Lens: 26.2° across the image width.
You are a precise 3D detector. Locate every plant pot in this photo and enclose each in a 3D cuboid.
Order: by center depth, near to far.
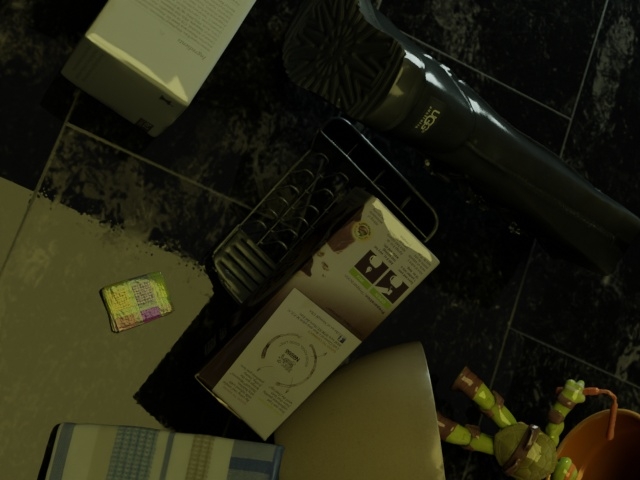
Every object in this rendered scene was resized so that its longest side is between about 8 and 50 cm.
[{"bbox_3d":[0.043,0.273,1.671,0.191,0.284,0.284,-6,81,0],"label":"plant pot"},{"bbox_3d":[0.436,0.352,1.843,0.188,0.205,0.205,27,70,-31],"label":"plant pot"}]

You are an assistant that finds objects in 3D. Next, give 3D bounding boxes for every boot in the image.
[{"bbox_3d":[0.185,-0.150,1.832,0.445,0.367,0.146,27,108,-31],"label":"boot"}]

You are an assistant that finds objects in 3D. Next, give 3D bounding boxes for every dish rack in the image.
[{"bbox_3d":[0.000,0.000,1.795,0.208,0.074,0.271,44,67,-7],"label":"dish rack"}]

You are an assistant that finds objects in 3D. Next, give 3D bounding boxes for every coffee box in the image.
[{"bbox_3d":[-0.011,0.083,1.668,0.119,0.168,0.297,44,90,-8],"label":"coffee box"}]

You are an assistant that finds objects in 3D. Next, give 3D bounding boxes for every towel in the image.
[{"bbox_3d":[-0.194,0.321,1.592,0.285,0.034,0.209,4,68,12],"label":"towel"},{"bbox_3d":[-0.229,0.075,1.722,0.083,0.009,0.060,-19,86,-25],"label":"towel"}]

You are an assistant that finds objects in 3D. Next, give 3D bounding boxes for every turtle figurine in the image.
[{"bbox_3d":[0.247,0.276,1.801,0.217,0.087,0.269,30,108,5],"label":"turtle figurine"}]

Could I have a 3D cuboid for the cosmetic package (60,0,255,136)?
[{"bbox_3d":[-0.203,-0.257,1.723,0.151,0.151,0.183,35,68,-12],"label":"cosmetic package"}]
